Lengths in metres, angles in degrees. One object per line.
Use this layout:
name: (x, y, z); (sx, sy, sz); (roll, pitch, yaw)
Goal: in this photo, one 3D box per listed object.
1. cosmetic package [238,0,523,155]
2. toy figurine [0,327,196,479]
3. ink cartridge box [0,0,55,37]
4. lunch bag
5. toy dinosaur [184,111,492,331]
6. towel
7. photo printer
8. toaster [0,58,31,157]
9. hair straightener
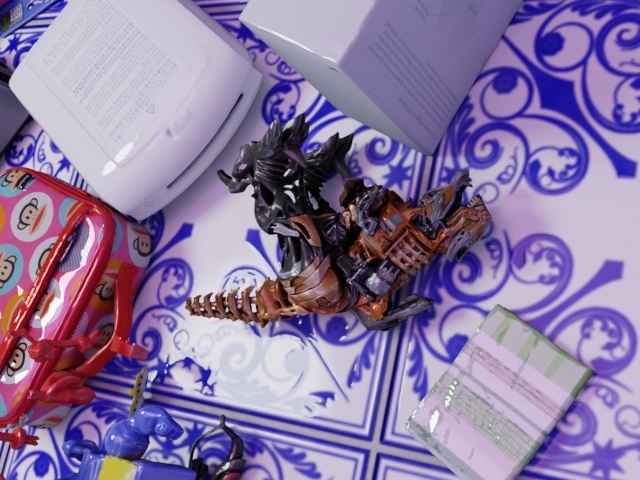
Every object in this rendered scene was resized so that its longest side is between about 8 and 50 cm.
cosmetic package: (0.075, -0.239, 0.832); (0.138, 0.224, 0.225); (30, 89, 32)
toy figurine: (-0.228, 0.280, 0.826); (0.217, 0.191, 0.362); (10, 79, 44)
ink cartridge box: (-0.465, -0.487, 1.312); (0.186, 0.065, 0.311); (-25, 65, 21)
lunch bag: (-0.341, 0.077, 1.031); (0.258, 0.120, 0.293); (24, 86, 28)
toy dinosaur: (0.000, 0.000, 0.851); (0.322, 0.164, 0.218); (-22, 80, -2)
towel: (0.163, 0.149, 0.781); (0.113, 0.023, 0.152); (38, 92, 30)
photo printer: (-0.227, -0.190, 1.053); (0.256, 0.107, 0.307); (-49, 58, 5)
toaster: (-0.520, -0.188, 1.214); (0.186, 0.110, 0.168); (-51, 57, 6)
hair straightener: (-0.141, 0.293, 0.882); (0.089, 0.047, 0.230); (10, 81, 32)
